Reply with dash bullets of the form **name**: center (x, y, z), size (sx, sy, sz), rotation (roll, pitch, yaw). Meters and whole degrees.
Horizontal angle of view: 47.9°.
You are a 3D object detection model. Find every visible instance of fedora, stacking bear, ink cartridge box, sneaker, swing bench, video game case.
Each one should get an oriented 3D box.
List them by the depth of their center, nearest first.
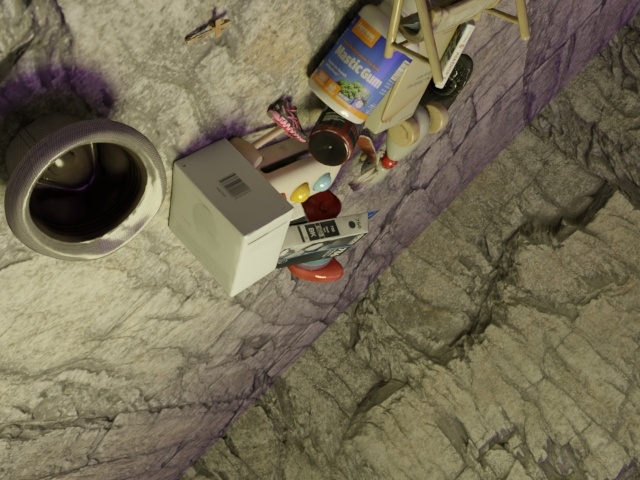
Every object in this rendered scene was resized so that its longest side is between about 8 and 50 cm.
- **fedora**: center (-0.382, -0.099, 1.123), size (0.244, 0.124, 0.275), rotation (-48, 154, 2)
- **swing bench**: center (0.255, -0.470, 1.332), size (0.253, 0.165, 0.255), rotation (-28, 134, -22)
- **sneaker**: center (-0.061, -0.260, 1.564), size (0.119, 0.047, 0.057), rotation (41, 78, -44)
- **video game case**: center (0.313, -0.498, 1.730), size (0.183, 0.023, 0.201), rotation (115, -17, -48)
- **ink cartridge box**: center (-0.130, -0.022, 1.832), size (0.208, 0.045, 0.206), rotation (-19, 167, 1)
- **ink cartridge box**: center (0.000, 0.000, 1.876), size (0.332, 0.065, 0.165), rotation (-13, 163, -33)
- **stacking bear**: center (-0.012, -0.033, 2.060), size (0.164, 0.175, 0.289), rotation (-9, 139, -16)
- **sneaker**: center (0.352, -0.434, 2.076), size (0.130, 0.109, 0.286), rotation (-38, 172, -40)

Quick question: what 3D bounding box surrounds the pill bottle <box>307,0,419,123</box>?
- **pill bottle**: center (0.110, -0.394, 1.513), size (0.272, 0.152, 0.152), rotation (-51, 161, 18)

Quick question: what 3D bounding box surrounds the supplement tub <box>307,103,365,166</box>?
- **supplement tub**: center (0.045, -0.265, 1.657), size (0.106, 0.106, 0.198), rotation (116, -2, -46)

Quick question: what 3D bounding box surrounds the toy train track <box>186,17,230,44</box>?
- **toy train track**: center (-0.187, -0.347, 1.190), size (0.083, 0.014, 0.048), rotation (-32, 166, -19)

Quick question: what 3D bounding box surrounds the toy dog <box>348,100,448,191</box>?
- **toy dog**: center (0.188, -0.294, 1.991), size (0.333, 0.161, 0.220), rotation (-38, 171, 32)

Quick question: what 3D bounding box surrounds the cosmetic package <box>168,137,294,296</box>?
- **cosmetic package**: center (-0.192, -0.046, 1.501), size (0.138, 0.224, 0.225), rotation (-32, 159, -33)

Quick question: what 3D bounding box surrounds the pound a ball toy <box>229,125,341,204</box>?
- **pound a ball toy**: center (-0.080, -0.160, 1.646), size (0.319, 0.136, 0.208), rotation (-29, 156, -43)

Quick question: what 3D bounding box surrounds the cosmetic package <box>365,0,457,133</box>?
- **cosmetic package**: center (0.193, -0.419, 1.712), size (0.160, 0.113, 0.309), rotation (-32, 157, -36)
